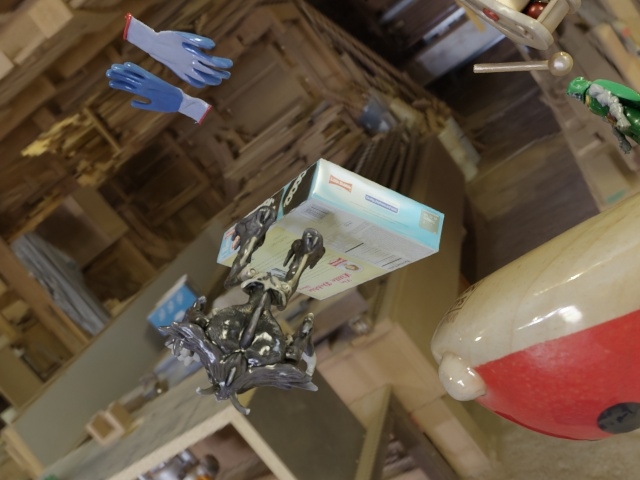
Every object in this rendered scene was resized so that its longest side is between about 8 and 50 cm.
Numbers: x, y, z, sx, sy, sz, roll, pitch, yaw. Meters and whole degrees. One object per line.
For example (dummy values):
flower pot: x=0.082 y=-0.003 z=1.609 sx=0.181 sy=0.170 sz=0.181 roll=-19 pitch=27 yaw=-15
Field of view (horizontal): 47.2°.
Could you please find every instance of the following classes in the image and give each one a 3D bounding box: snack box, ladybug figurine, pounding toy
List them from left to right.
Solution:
snack box: x=0.000 y=0.000 z=1.023 sx=0.322 sy=0.187 sz=0.060 roll=-29 pitch=44 yaw=57
pounding toy: x=0.273 y=-0.329 z=1.092 sx=0.155 sy=0.269 sz=0.154 roll=-54 pitch=3 yaw=10
ladybug figurine: x=0.301 y=0.038 z=0.640 sx=0.449 sy=0.162 sz=0.305 roll=-27 pitch=-10 yaw=-14

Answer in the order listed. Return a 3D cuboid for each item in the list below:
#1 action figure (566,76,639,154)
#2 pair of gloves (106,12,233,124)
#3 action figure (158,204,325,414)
action figure: x=0.450 y=-0.168 z=1.053 sx=0.063 sy=0.232 sz=0.137 roll=-46 pitch=-31 yaw=3
pair of gloves: x=-0.218 y=-0.237 z=1.041 sx=0.198 sy=0.159 sz=0.023 roll=-44 pitch=27 yaw=55
action figure: x=-0.072 y=0.091 z=0.773 sx=0.276 sy=0.164 sz=0.141 roll=-71 pitch=1 yaw=-50
